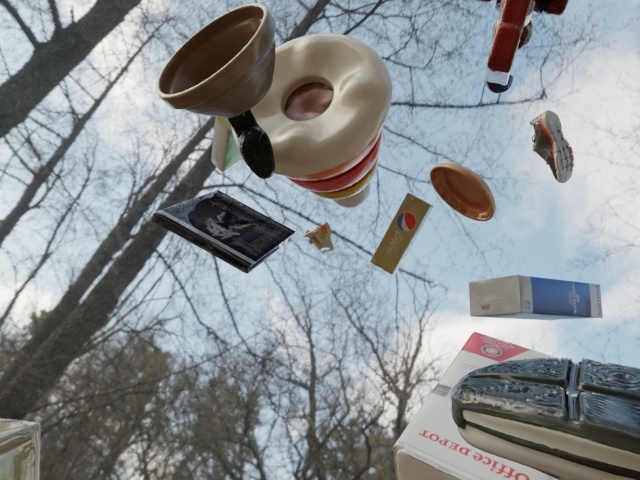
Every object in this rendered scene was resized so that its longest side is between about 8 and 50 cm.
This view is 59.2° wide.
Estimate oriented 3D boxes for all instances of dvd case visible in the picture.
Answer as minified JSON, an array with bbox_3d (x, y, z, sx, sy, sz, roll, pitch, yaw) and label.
[{"bbox_3d":[-0.144,-0.021,0.903,0.164,0.221,0.018,28,-71,7],"label":"dvd case"}]

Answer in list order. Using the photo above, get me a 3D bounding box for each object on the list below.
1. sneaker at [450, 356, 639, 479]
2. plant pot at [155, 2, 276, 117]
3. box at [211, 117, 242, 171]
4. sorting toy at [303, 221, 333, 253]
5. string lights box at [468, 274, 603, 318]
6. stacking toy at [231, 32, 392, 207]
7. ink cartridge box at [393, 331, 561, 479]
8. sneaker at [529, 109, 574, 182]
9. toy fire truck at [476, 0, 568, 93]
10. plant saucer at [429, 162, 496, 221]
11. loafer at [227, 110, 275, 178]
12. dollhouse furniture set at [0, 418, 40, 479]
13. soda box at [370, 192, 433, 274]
[{"bbox_3d":[0.310,0.256,0.428,0.447,0.169,0.258,9,-81,27],"label":"sneaker"},{"bbox_3d":[-0.163,-0.294,0.987,0.237,0.237,0.110,-11,-43,29],"label":"plant pot"},{"bbox_3d":[-0.165,-0.348,1.571,0.058,0.322,0.232,44,-25,6],"label":"box"},{"bbox_3d":[0.000,0.000,1.524,0.083,0.045,0.075,-21,-73,46],"label":"sorting toy"},{"bbox_3d":[0.452,0.126,1.179,0.259,0.077,0.133,7,-13,-31],"label":"string lights box"},{"bbox_3d":[0.033,-0.206,1.337,0.350,0.351,0.480,3,-24,20],"label":"stacking toy"},{"bbox_3d":[0.206,0.223,0.653,0.158,0.218,0.092,15,-54,34],"label":"ink cartridge box"},{"bbox_3d":[0.493,-0.197,1.210,0.065,0.061,0.158,-17,-95,59],"label":"sneaker"},{"bbox_3d":[0.342,-0.397,0.993,0.169,0.302,0.254,18,-80,12],"label":"toy fire truck"},{"bbox_3d":[0.374,-0.131,1.463,0.200,0.037,0.200,41,-13,12],"label":"plant saucer"},{"bbox_3d":[-0.127,-0.187,1.081,0.062,0.170,0.061,-23,-19,1],"label":"loafer"},{"bbox_3d":[-0.462,0.231,0.417,0.393,0.256,0.363,0,-92,18],"label":"dollhouse furniture set"},{"bbox_3d":[0.186,-0.015,1.288,0.061,0.058,0.181,30,-82,15],"label":"soda box"}]
